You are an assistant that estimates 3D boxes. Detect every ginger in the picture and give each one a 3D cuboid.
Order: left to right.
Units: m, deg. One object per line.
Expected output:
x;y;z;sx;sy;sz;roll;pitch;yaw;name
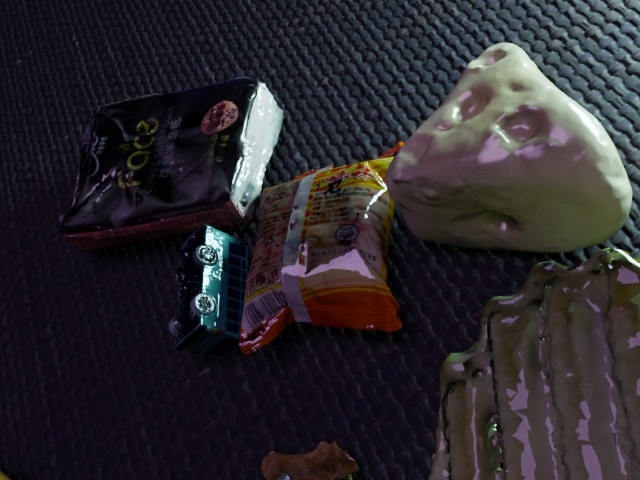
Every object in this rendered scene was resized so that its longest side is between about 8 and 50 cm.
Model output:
-0.009;0.255;0.893;0.137;0.058;0.044;-18;8;30;ginger

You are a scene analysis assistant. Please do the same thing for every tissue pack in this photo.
-0.232;-0.111;1.217;0.332;0.123;0.245;-8;54;27;tissue pack

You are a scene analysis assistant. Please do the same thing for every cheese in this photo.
0.238;-0.106;0.907;0.247;0.174;0.251;16;64;39;cheese

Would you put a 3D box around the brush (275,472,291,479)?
-0.103;0.349;0.890;0.218;0.010;0.083;-35;72;9;brush

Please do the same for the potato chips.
0.233;0.203;0.553;0.358;0.070;0.429;-19;58;33;potato chips

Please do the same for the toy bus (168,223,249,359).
-0.141;0.068;1.061;0.079;0.091;0.160;-40;41;41;toy bus

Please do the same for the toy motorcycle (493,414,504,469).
0.170;0.282;0.708;0.205;0.127;0.275;21;76;44;toy motorcycle

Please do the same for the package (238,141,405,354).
0.006;-0.002;1.014;0.223;0.108;0.288;-13;52;21;package

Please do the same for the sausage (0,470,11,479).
-0.448;0.360;1.035;0.353;0.116;0.134;19;85;41;sausage
